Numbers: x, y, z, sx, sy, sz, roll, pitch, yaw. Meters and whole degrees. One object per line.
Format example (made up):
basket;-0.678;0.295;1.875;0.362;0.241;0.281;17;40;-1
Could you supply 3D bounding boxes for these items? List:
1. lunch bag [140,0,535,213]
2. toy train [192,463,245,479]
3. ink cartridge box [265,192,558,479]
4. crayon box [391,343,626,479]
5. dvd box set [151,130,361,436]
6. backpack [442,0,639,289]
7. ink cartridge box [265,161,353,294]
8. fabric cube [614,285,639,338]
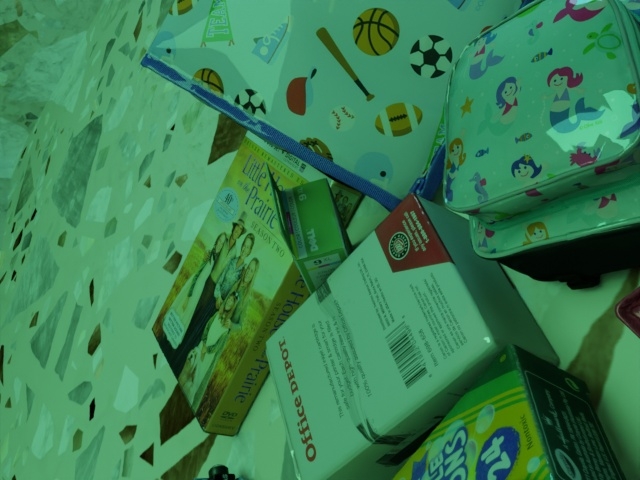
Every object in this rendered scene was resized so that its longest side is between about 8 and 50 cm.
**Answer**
lunch bag;0.036;-0.248;0.796;0.386;0.239;0.327;31;98;22
toy train;-0.138;0.404;0.856;0.105;0.080;0.184;-51;41;38
ink cartridge box;0.077;0.119;0.680;0.273;0.114;0.196;-46;43;27
crayon box;0.103;0.267;0.505;0.322;0.083;0.203;-59;8;24
dvd box set;-0.125;0.048;1.017;0.308;0.062;0.420;42;107;52
backpack;0.225;-0.108;0.551;0.225;0.191;0.253;-19;54;48
ink cartridge box;0.000;0.000;0.763;0.062;0.209;0.108;-17;53;5
fabric cube;0.338;0.034;0.227;0.259;0.258;0.254;-60;40;28
